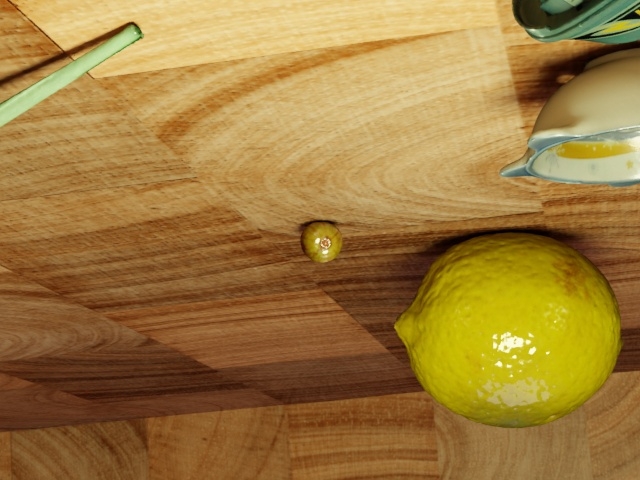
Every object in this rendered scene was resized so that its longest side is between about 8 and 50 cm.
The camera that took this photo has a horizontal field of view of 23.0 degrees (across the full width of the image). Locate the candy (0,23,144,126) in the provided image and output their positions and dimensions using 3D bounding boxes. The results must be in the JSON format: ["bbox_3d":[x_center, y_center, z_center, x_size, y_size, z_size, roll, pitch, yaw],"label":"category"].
[{"bbox_3d":[-0.256,-0.103,1.266,0.335,0.093,0.092,-26,-160,38],"label":"candy"}]

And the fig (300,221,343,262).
[{"bbox_3d":[0.000,0.000,1.849,0.050,0.050,0.083,-3,-173,-4],"label":"fig"}]

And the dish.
[{"bbox_3d":[0.261,-0.110,1.336,0.228,0.086,0.236,-11,166,31],"label":"dish"}]

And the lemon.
[{"bbox_3d":[0.238,0.110,1.956,0.267,0.267,0.267,-4,167,-1],"label":"lemon"}]

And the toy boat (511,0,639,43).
[{"bbox_3d":[0.189,-0.187,0.907,0.122,0.114,0.296,22,159,-18],"label":"toy boat"}]
